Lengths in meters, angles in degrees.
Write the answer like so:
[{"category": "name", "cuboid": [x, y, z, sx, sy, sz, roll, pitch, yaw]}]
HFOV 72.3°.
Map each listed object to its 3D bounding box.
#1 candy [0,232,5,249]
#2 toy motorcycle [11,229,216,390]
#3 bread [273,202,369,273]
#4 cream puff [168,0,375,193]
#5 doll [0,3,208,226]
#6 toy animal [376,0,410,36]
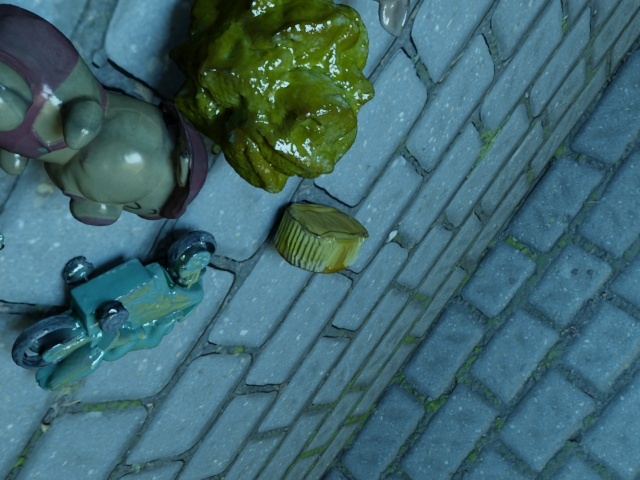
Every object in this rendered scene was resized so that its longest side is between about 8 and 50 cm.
[{"category": "candy", "cuboid": [-0.450, 0.093, 0.458, 0.292, 0.059, 0.086, -53, 146, 0]}, {"category": "toy motorcycle", "cuboid": [-0.283, 0.101, 0.650, 0.296, 0.109, 0.199, -32, 153, -31]}, {"category": "bread", "cuboid": [0.000, 0.000, 0.861, 0.190, 0.132, 0.114, -5, 127, -46]}, {"category": "cream puff", "cuboid": [-0.060, -0.185, 0.511, 0.244, 0.244, 0.196, -52, 148, 0]}, {"category": "doll", "cuboid": [-0.226, -0.098, 0.439, 0.255, 0.196, 0.152, 27, 99, -51]}, {"category": "toy animal", "cuboid": [0.038, -0.383, 0.518, 0.250, 0.154, 0.167, 16, 98, -37]}]
